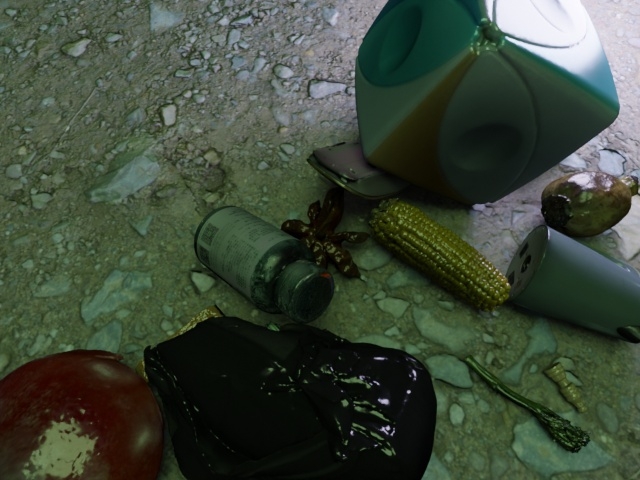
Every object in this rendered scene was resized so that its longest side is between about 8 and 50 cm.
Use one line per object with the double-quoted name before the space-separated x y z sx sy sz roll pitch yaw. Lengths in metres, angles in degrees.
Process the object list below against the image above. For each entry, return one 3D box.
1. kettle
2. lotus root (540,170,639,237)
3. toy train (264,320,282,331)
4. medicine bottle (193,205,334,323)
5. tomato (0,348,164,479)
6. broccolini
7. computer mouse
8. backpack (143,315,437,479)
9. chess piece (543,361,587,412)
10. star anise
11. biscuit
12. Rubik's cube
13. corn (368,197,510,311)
"kettle" 0.504 0.077 0.877 0.243 0.160 0.211 24 40 4
"lotus root" 0.562 -0.079 0.941 0.213 0.138 0.139 -14 66 -6
"toy train" -0.080 0.201 0.879 0.093 0.038 0.056 41 79 17
"medicine bottle" -0.106 0.042 0.838 0.141 0.141 0.293 -46 46 -17
"tomato" -0.427 0.318 0.716 0.334 0.176 0.290 39 90 18
"broccolini" 0.366 0.292 0.826 0.239 0.051 0.054 35 27 22
"computer mouse" 0.103 -0.158 0.966 0.158 0.072 0.310 38 38 24
"backpack" -0.059 0.273 0.698 0.445 0.364 0.255 15 42 21
"chess piece" 0.454 0.272 0.833 0.035 0.035 0.092 -28 71 -11
"star anise" -0.004 0.000 0.933 0.195 0.111 0.213 -8 91 22
"biscuit" -0.261 0.201 0.874 0.188 0.056 0.052 -39 72 -16
"Rubik's cube" 0.292 -0.312 0.877 0.351 0.347 0.352 18 57 -24
"corn" 0.231 0.023 0.909 0.317 0.115 0.115 35 71 15
